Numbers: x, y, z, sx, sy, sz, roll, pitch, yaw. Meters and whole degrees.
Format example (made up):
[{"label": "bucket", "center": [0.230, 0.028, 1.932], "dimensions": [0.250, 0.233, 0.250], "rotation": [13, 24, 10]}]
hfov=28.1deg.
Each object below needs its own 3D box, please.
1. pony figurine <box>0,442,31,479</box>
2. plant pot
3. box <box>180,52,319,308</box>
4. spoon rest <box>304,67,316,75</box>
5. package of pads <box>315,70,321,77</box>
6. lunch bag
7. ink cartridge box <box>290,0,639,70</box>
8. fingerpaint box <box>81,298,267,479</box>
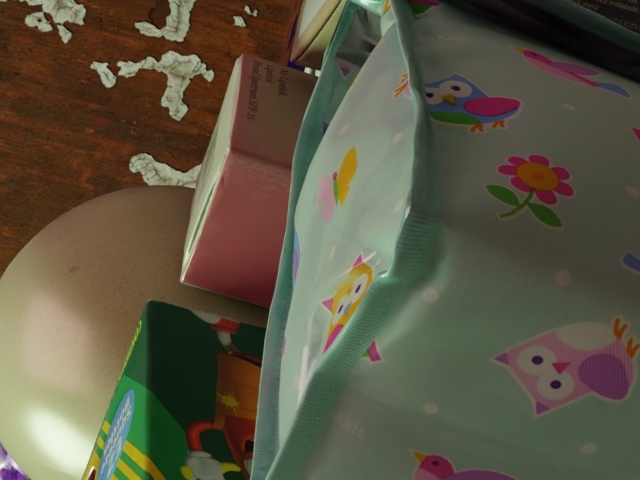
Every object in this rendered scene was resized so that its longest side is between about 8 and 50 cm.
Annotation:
[{"label": "pony figurine", "center": [-0.333, 0.340, 1.399], "dimensions": [0.363, 0.303, 0.351], "rotation": [99, 180, -73]}, {"label": "plant pot", "center": [-0.106, 0.117, 1.001], "dimensions": [0.191, 0.284, 0.284], "rotation": [35, 112, 59]}, {"label": "box", "center": [0.027, -0.024, 0.955], "dimensions": [0.148, 0.232, 0.127], "rotation": [-90, 19, -55]}, {"label": "spoon rest", "center": [0.034, -0.294, 1.808], "dimensions": [0.137, 0.084, 0.276], "rotation": [-172, 96, -81]}, {"label": "package of pads", "center": [0.082, -0.353, 1.541], "dimensions": [0.229, 0.101, 0.296], "rotation": [124, 158, -64]}, {"label": "lunch bag", "center": [0.101, -0.003, 0.505], "dimensions": [0.262, 0.223, 0.160], "rotation": [-86, 19, -55]}, {"label": "ink cartridge box", "center": [0.098, -0.160, 0.859], "dimensions": [0.235, 0.193, 0.088], "rotation": [157, 126, -78]}, {"label": "fingerpaint box", "center": [-0.104, 0.323, 0.774], "dimensions": [0.371, 0.163, 0.445], "rotation": [-103, 32, -61]}]
